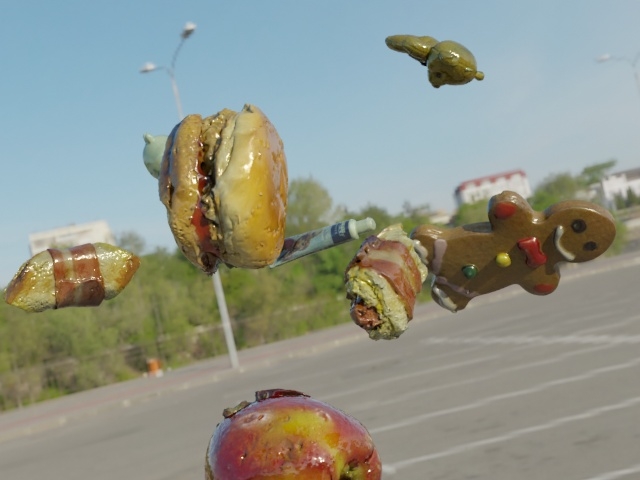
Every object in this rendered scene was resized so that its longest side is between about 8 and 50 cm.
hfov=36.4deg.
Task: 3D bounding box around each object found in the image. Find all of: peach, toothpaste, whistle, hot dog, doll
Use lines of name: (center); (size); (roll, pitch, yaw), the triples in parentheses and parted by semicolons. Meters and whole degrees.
peach: (-0.081, 0.528, 2.248); (0.416, 0.339, 0.353); (1, 5, 42)
toothpaste: (0.000, 0.000, 1.728); (0.216, 0.062, 0.037); (-17, -45, 27)
whistle: (-0.255, -0.123, 1.827); (0.092, 0.244, 0.110); (-43, -21, -10)
hot dog: (0.095, 0.064, 1.520); (0.103, 0.146, 0.213); (-16, 20, 28)
doll: (0.219, -0.358, 1.926); (0.137, 0.097, 0.209); (8, 17, -44)
hot dog: (-0.469, 0.068, 1.832); (0.261, 0.123, 0.093); (-5, 3, -27)

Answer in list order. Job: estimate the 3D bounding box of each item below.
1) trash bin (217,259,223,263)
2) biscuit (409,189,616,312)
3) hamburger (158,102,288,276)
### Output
trash bin: (-0.233, -0.065, 2.138); (0.101, 0.177, 0.236); (19, -31, 24)
biscuit: (0.402, 0.024, 2.037); (0.431, 0.283, 0.064); (-14, 37, 25)
hamburger: (-0.128, -0.070, 1.395); (0.162, 0.245, 0.244); (-9, -2, 10)
